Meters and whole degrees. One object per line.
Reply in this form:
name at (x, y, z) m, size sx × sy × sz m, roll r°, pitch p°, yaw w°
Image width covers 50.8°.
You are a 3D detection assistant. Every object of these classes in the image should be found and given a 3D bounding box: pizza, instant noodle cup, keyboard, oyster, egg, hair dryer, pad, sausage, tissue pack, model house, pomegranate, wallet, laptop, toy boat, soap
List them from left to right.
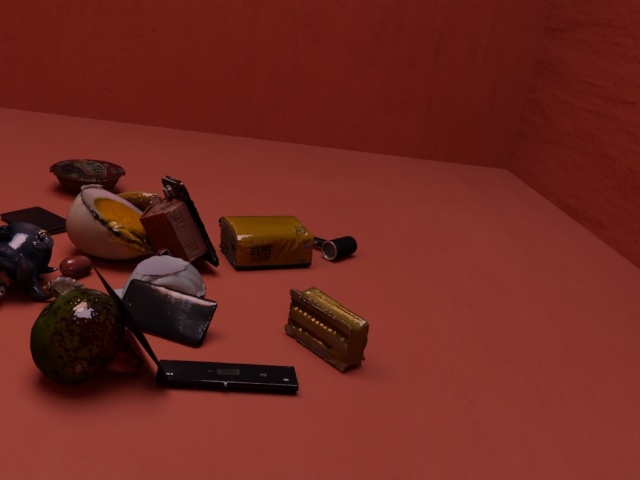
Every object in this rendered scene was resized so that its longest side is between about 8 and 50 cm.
laptop at (-0.924, -0.061, 2.201) m, size 0.207 × 0.026 × 0.154 m, roll 21°, pitch 26°, yaw 30°
oyster at (-0.652, 0.137, 1.747) m, size 0.148 × 0.051 × 0.103 m, roll 28°, pitch 9°, yaw -39°
sausage at (-0.688, 0.073, 1.897) m, size 0.054 × 0.059 × 0.094 m, roll 33°, pitch 24°, yaw 21°
instant noodle cup at (-0.881, -0.229, 2.556) m, size 0.274 × 0.090 × 0.274 m, roll 8°, pitch 21°, yaw -3°
pomegranate at (-0.488, 0.221, 1.446) m, size 0.248 × 0.214 × 0.214 m, roll 38°, pitch 11°, yaw -22°
egg at (-0.635, -0.023, 2.039) m, size 0.287 × 0.174 × 0.264 m, roll 32°, pitch 15°, yaw -16°
pad at (-0.432, 0.180, 1.518) m, size 0.005 × 0.202 × 0.300 m, roll -32°, pitch 31°, yaw -20°
pizza at (-0.619, -0.098, 2.239) m, size 0.292 × 0.058 × 0.197 m, roll -19°, pitch -37°, yaw 32°
toy boat at (-0.437, 0.109, 1.857) m, size 0.200 × 0.100 × 0.290 m, roll 18°, pitch 21°, yaw 24°
wallet at (-0.390, 0.177, 1.695) m, size 0.245 × 0.025 × 0.124 m, roll 14°, pitch 65°, yaw 13°
model house at (-0.447, -0.029, 2.023) m, size 0.154 × 0.293 × 0.207 m, roll -31°, pitch 26°, yaw -22°
keyboard at (-0.209, 0.311, 1.529) m, size 0.317 × 0.027 × 0.106 m, roll 6°, pitch 18°, yaw -9°
tissue pack at (-0.178, -0.001, 2.198) m, size 0.271 × 0.133 × 0.192 m, roll -3°, pitch 24°, yaw -27°
hair dryer at (0.000, 0.000, 2.383) m, size 0.256 × 0.069 × 0.128 m, roll 20°, pitch 22°, yaw 38°
soap at (0.014, 0.219, 1.707) m, size 0.076 × 0.134 × 0.233 m, roll -12°, pitch 29°, yaw -43°

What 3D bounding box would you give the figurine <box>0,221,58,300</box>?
figurine at (-0.794, 0.053, 1.765) m, size 0.197 × 0.175 × 0.265 m, roll -13°, pitch 36°, yaw -29°
